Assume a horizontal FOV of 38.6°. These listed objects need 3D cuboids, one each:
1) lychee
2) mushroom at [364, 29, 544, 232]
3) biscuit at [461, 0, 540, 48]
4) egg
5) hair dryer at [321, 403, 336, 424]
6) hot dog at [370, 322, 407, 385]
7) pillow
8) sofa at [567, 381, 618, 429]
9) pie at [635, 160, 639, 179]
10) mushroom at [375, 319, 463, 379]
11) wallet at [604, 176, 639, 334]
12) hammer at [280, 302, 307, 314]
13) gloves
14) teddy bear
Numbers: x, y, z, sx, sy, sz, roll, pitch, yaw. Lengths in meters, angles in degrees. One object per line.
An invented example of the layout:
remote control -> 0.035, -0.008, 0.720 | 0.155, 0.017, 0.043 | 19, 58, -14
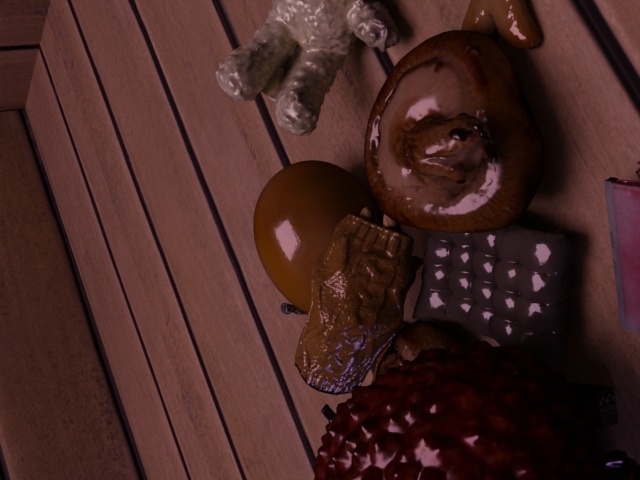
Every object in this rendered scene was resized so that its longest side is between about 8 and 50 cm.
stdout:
lychee -> 0.237, 0.349, 1.337 | 0.424, 0.500, 0.424 | 178, 90, -89
mushroom -> 0.189, -0.167, 1.427 | 0.346, 0.260, 0.345 | -6, 82, 47
biscuit -> 0.277, -0.407, 1.419 | 0.164, 0.047, 0.207 | 25, 121, 54
egg -> 0.000, 0.000, 1.809 | 0.250, 0.250, 0.322 | -15, 96, 59
hair dryer -> 0.121, 0.460, 1.783 | 0.284, 0.155, 0.320 | 37, 158, -17
hot dog -> 0.137, 0.291, 1.870 | 0.088, 0.061, 0.285 | -130, 41, -56
pillow -> 0.285, 0.062, 1.515 | 0.326, 0.101, 0.228 | 22, 117, 52
sofa -> 0.408, 0.257, 1.436 | 0.118, 0.039, 0.060 | -4, 96, 59
pie -> 0.478, -0.039, 1.226 | 0.092, 0.034, 0.169 | -38, 71, 60
mushroom -> 0.198, 0.269, 1.669 | 0.253, 0.153, 0.253 | 22, 116, 56
wallet -> 0.454, 0.030, 1.259 | 0.119, 0.025, 0.232 | 19, 127, 57
hammer -> -0.033, 0.044, 2.055 | 0.029, 0.103, 0.246 | 2, 88, 58
gloves -> 0.073, 0.112, 1.646 | 0.155, 0.203, 0.356 | 38, 113, 65
teddy bear -> -0.003, -0.432, 1.623 | 0.327, 0.375, 0.362 | 32, 163, -3
